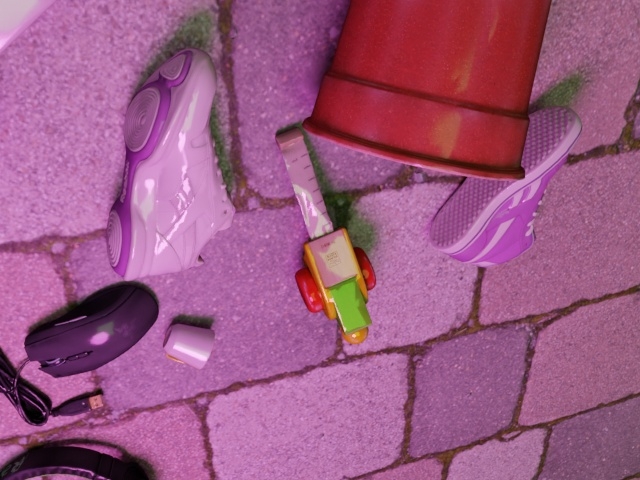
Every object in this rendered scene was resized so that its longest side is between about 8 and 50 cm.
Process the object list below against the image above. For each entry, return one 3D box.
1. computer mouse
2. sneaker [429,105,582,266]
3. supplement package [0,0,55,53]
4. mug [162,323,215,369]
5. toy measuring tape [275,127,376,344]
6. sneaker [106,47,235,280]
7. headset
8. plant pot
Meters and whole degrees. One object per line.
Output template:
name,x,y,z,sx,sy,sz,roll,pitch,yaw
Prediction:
computer mouse,-0.341,0.182,0.846,0.262,0.060,0.184,-23,124,-6
sneaker,0.314,-0.072,0.925,0.161,0.102,0.282,24,119,-34
supplement package,-0.260,-0.321,0.506,0.293,0.175,0.177,-41,125,6
mug,-0.204,0.162,0.887,0.064,0.062,0.078,24,102,-22
toy measuring tape,0.000,0.000,0.863,0.122,0.121,0.330,-22,102,-7
sneaker,-0.171,-0.088,0.737,0.152,0.114,0.305,1,124,-37
headset,-0.352,0.495,0.952,0.394,0.185,0.243,36,103,-21
plant pot,0.138,-0.233,0.673,0.273,0.272,0.264,5,109,-23
